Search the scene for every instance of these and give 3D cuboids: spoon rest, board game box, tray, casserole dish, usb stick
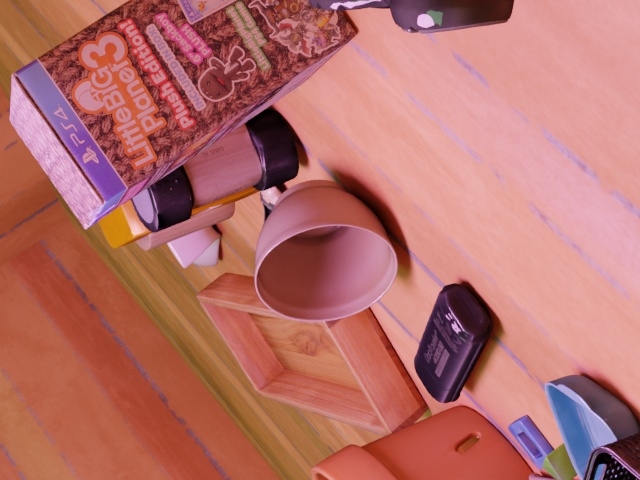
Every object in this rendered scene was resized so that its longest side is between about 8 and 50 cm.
[{"bbox_3d":[-0.222,-0.006,2.468,0.137,0.084,0.276,58,179,-7],"label":"spoon rest"},{"bbox_3d":[-0.143,-0.158,1.357,0.141,0.291,0.232,56,166,-3],"label":"board game box"},{"bbox_3d":[-0.023,0.158,2.037,0.203,0.076,0.411,59,157,-19],"label":"tray"},{"bbox_3d":[0.276,0.199,1.331,0.114,0.037,0.188,36,156,53],"label":"casserole dish"},{"bbox_3d":[0.146,0.120,1.563,0.077,0.045,0.278,58,168,17],"label":"usb stick"}]

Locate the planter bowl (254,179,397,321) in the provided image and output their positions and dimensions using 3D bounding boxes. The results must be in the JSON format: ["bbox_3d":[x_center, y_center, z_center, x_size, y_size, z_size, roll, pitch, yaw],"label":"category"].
[{"bbox_3d":[0.000,0.000,1.587,0.162,0.162,0.109,70,-173,-47],"label":"planter bowl"}]

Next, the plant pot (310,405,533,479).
[{"bbox_3d":[0.152,0.342,1.731,0.291,0.203,0.291,49,165,18],"label":"plant pot"}]

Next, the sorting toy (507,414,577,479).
[{"bbox_3d":[0.310,0.350,1.548,0.348,0.047,0.196,56,166,-6],"label":"sorting toy"}]

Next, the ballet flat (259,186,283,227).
[{"bbox_3d":[-0.063,-0.025,1.905,0.057,0.049,0.173,50,164,26],"label":"ballet flat"}]

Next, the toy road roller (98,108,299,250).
[{"bbox_3d":[-0.185,-0.138,1.748,0.241,0.202,0.329,67,158,2],"label":"toy road roller"}]

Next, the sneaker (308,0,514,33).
[{"bbox_3d":[0.060,-0.217,1.010,0.267,0.101,0.106,-150,51,-62],"label":"sneaker"}]

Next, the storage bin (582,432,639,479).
[{"bbox_3d":[0.306,0.254,1.166,0.180,0.084,0.122,41,132,42],"label":"storage bin"}]
